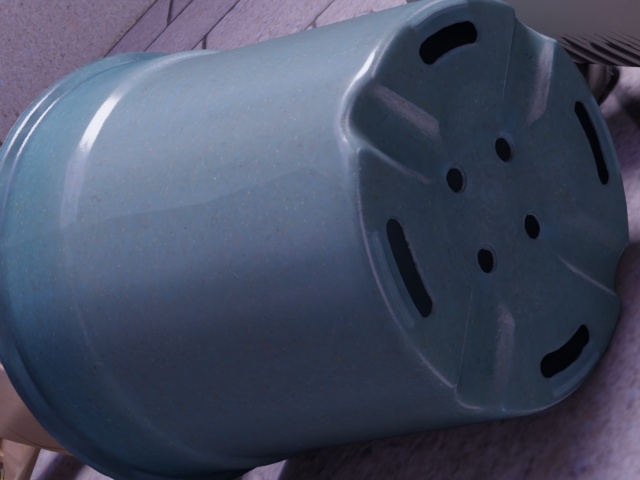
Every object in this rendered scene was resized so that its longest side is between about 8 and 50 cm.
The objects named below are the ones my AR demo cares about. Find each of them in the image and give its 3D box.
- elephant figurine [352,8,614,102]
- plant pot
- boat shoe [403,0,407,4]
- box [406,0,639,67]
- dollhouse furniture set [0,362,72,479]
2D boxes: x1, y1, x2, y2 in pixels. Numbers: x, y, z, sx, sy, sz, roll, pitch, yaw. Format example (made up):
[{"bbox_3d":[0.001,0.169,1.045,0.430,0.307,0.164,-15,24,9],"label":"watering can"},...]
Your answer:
[{"bbox_3d":[0.159,-0.162,1.025,0.239,0.186,0.169,-27,54,-12],"label":"elephant figurine"},{"bbox_3d":[0.000,0.000,0.842,0.334,0.341,0.341,-11,43,47],"label":"plant pot"},{"bbox_3d":[0.106,-0.154,1.221,0.081,0.069,0.228,3,47,13],"label":"boat shoe"},{"bbox_3d":[0.201,-0.189,0.856,0.275,0.094,0.113,10,56,27],"label":"box"},{"bbox_3d":[-0.246,0.117,1.350,0.362,0.256,0.394,-135,65,-70],"label":"dollhouse furniture set"}]
